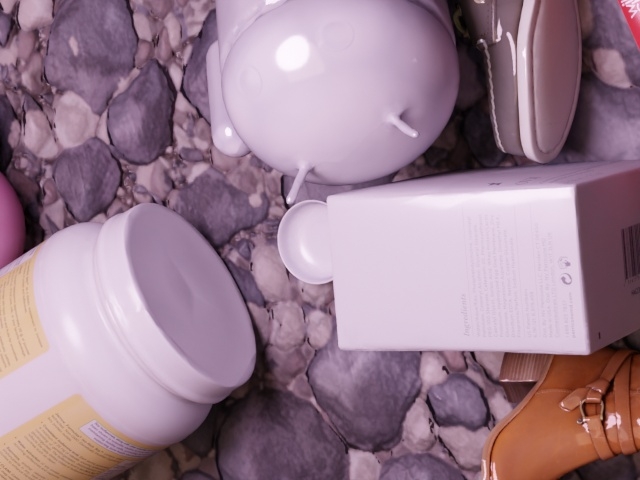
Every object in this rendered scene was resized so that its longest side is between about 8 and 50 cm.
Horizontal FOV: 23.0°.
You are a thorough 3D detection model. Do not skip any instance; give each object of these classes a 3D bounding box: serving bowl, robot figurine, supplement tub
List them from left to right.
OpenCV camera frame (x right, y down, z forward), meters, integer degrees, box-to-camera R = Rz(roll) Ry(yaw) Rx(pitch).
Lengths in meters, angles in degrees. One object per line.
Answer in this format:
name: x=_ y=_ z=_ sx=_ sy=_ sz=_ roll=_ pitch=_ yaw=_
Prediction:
supplement tub: x=-0.256 y=0.129 z=1.574 sx=0.331 sy=0.241 sz=0.241 roll=-30 pitch=81 yaw=21
serving bowl: x=0.000 y=0.000 z=1.539 sx=0.083 sy=0.027 sz=0.083 roll=5 pitch=100 yaw=31
robot figurine: x=0.011 y=-0.192 z=1.353 sx=0.300 sy=0.200 sz=0.353 roll=-37 pitch=42 yaw=33

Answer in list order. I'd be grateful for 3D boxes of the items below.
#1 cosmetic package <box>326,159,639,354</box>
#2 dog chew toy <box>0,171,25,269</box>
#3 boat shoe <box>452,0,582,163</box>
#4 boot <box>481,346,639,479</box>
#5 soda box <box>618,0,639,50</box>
cosmetic package: x=0.159 y=0.010 z=1.329 sx=0.225 sy=0.224 sz=0.138 roll=-3 pitch=96 yaw=31
dog chew toy: x=-0.437 y=-0.084 z=1.697 sx=0.207 sy=0.207 sz=0.331 roll=-23 pitch=72 yaw=31
boat shoe: x=0.166 y=-0.218 z=1.364 sx=0.091 sy=0.109 sz=0.305 roll=-1 pitch=91 yaw=32
boot: x=0.225 y=0.178 z=1.366 sx=0.152 sy=0.073 sz=0.197 roll=0 pitch=67 yaw=25
soda box: x=0.306 y=-0.183 z=1.289 sx=0.083 sy=0.092 sz=0.263 roll=-25 pitch=84 yaw=31
